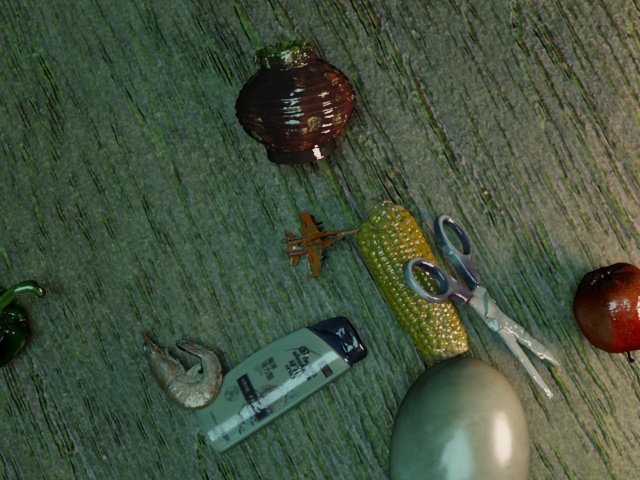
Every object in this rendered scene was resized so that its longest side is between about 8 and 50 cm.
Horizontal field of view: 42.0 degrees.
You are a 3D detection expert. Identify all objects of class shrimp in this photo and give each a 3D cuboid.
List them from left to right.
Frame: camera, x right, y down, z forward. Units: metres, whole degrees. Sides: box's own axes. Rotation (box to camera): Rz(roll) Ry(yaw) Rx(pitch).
[{"bbox_3d":[-0.284,0.248,1.688,0.126,0.047,0.223,-43,64,-10],"label":"shrimp"}]

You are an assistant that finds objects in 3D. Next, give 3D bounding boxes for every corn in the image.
[{"bbox_3d":[0.173,0.074,1.618,0.130,0.130,0.347,-26,84,5],"label":"corn"}]

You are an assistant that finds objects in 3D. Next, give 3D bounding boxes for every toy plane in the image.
[{"bbox_3d":[0.006,0.000,1.666,0.188,0.062,0.135,-15,83,26],"label":"toy plane"}]

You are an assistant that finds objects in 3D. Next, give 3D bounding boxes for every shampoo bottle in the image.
[{"bbox_3d":[-0.084,0.273,1.663,0.359,0.078,0.134,-35,71,4],"label":"shampoo bottle"}]

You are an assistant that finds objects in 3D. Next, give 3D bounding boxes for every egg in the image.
[{"bbox_3d":[0.251,0.389,1.515,0.258,0.258,0.353,9,77,8],"label":"egg"}]

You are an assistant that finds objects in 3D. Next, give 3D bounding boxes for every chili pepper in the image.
[{"bbox_3d":[-0.683,0.159,1.716,0.261,0.174,0.165,-49,56,3],"label":"chili pepper"}]

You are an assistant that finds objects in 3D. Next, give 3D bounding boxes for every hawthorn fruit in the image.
[{"bbox_3d":[0.560,0.145,1.555,0.156,0.157,0.194,-20,101,6],"label":"hawthorn fruit"}]

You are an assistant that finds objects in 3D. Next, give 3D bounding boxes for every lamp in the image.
[{"bbox_3d":[-0.050,-0.273,1.626,0.246,0.247,0.247,-1,86,8],"label":"lamp"}]

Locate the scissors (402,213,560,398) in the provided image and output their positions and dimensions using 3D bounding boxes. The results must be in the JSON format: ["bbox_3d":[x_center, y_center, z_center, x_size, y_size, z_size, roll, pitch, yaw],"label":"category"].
[{"bbox_3d":[0.319,0.136,1.577,0.383,0.256,0.029,48,128,-3],"label":"scissors"}]
